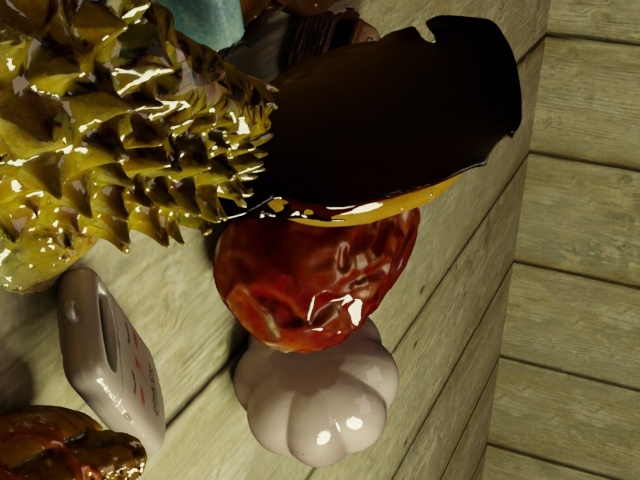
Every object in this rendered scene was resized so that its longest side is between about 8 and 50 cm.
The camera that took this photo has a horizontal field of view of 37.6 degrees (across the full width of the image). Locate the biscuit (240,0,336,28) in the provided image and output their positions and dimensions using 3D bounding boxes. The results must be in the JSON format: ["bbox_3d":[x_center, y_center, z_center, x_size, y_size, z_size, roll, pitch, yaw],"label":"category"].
[{"bbox_3d":[-0.024,-0.285,0.835,0.295,0.044,0.186,-28,132,-50],"label":"biscuit"}]

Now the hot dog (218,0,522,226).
[{"bbox_3d":[0.010,-0.099,0.828,0.107,0.326,0.194,127,-43,-66],"label":"hot dog"}]

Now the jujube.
[{"bbox_3d":[0.000,0.000,0.932,0.250,0.174,0.174,-58,152,-46],"label":"jujube"}]

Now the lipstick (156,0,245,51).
[{"bbox_3d":[-0.107,-0.265,0.644,0.068,0.061,0.274,-40,135,-34],"label":"lipstick"}]

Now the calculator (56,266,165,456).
[{"bbox_3d":[-0.157,0.093,0.705,0.175,0.032,0.100,73,0,-54],"label":"calculator"}]

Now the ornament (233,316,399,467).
[{"bbox_3d":[-0.003,0.156,1.018,0.177,0.177,0.178,12,90,-70],"label":"ornament"}]

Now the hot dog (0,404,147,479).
[{"bbox_3d":[-0.219,0.199,0.535,0.349,0.117,0.158,-13,115,-69],"label":"hot dog"}]

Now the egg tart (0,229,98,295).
[{"bbox_3d":[-0.174,-0.021,0.627,0.129,0.049,0.129,14,90,-71],"label":"egg tart"}]

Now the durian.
[{"bbox_3d":[-0.124,-0.085,0.541,0.341,0.112,0.191,37,55,-52],"label":"durian"}]

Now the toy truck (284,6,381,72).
[{"bbox_3d":[0.032,-0.177,1.027,0.192,0.092,0.083,45,61,-66],"label":"toy truck"}]
